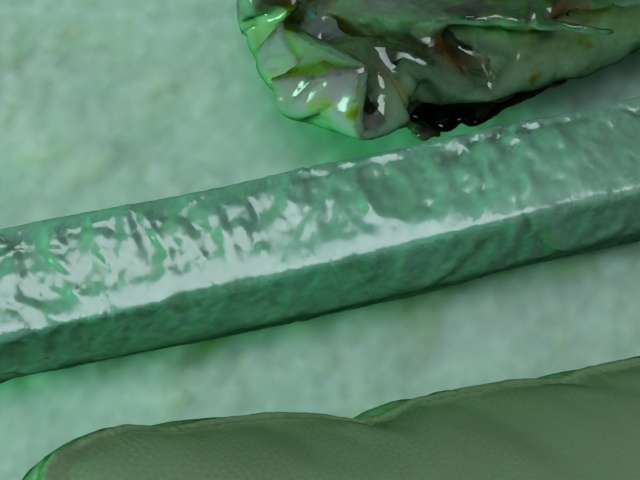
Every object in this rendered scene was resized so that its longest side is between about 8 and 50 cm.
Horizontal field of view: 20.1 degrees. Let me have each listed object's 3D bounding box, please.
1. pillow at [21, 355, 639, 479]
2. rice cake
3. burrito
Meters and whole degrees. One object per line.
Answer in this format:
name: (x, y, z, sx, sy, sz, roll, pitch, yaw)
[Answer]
pillow: (0.079, 0.176, 0.382, 0.255, 0.120, 0.322, -5, 65, -43)
rice cake: (0.000, 0.000, 0.518, 0.245, 0.045, 0.042, -12, 71, -3)
burrito: (0.121, -0.107, 0.544, 0.309, 0.066, 0.096, -22, 69, -9)
